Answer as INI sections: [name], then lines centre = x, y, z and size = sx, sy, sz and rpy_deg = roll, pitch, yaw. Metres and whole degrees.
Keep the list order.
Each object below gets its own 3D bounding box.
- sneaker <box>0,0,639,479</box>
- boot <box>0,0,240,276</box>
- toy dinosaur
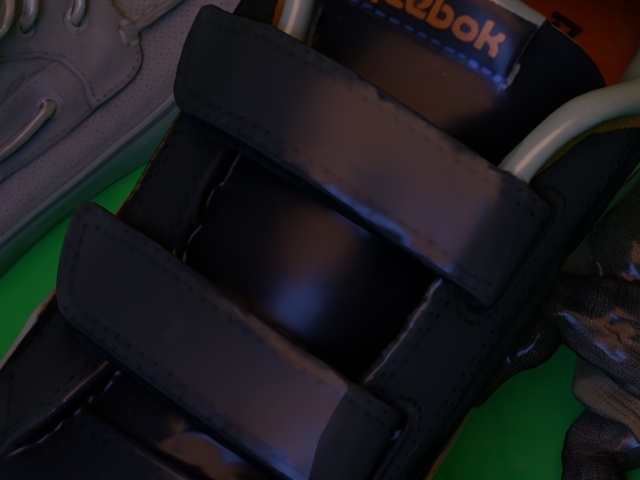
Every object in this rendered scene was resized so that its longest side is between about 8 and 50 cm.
[sneaker]
centre = 0.000, 0.000, 0.522
size = 0.126, 0.127, 0.321
rpy_deg = 31, 63, 14
[boot]
centre = -0.105, -0.069, 0.652
size = 0.095, 0.123, 0.258
rpy_deg = 35, 73, 21
[toy dinosaur]
centre = 0.088, 0.049, 0.608
size = 0.118, 0.064, 0.268
rpy_deg = -22, 66, -11
